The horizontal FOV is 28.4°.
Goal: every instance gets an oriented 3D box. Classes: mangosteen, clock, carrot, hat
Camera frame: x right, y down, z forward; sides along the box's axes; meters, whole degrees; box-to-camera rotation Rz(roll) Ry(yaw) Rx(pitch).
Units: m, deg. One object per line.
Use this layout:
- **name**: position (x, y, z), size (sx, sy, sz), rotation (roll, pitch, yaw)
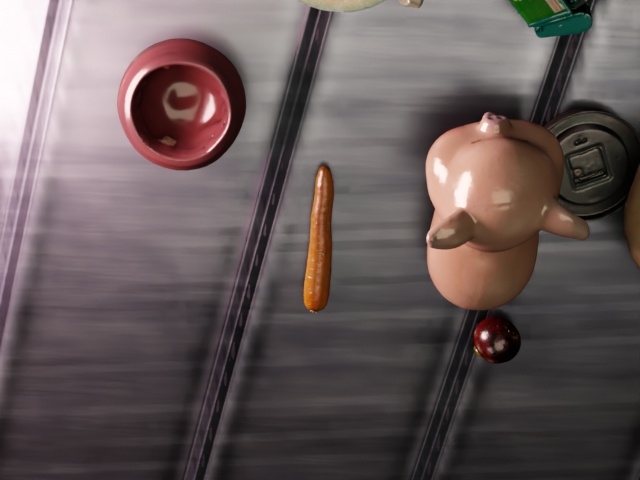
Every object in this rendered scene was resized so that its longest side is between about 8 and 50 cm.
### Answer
- **mangosteen**: position (0.288, 0.166, 2.073), size (0.081, 0.081, 0.081), rotation (0, 110, -1)
- **clock**: position (0.418, -0.121, 1.993), size (0.184, 0.040, 0.184), rotation (-1, 111, -2)
- **carrot**: position (0.000, 0.000, 2.025), size (0.043, 0.043, 0.248), rotation (3, 108, -3)
- **hat**: position (-0.209, -0.209, 1.920), size (0.205, 0.089, 0.205), rotation (1, 113, 2)

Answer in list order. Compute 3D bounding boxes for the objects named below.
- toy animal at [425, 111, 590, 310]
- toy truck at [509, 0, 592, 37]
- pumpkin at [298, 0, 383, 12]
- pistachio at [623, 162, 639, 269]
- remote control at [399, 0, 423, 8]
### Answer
- **toy animal**: position (0.252, -0.035, 1.900), size (0.237, 0.269, 0.326), rotation (-3, 113, -6)
- **toy truck**: position (0.313, -0.412, 1.852), size (0.124, 0.114, 0.253), rotation (-36, 107, 22)
- **pumpkin**: position (0.022, -0.490, 1.772), size (0.263, 0.197, 0.293), rotation (10, 117, 10)
- **pistachio**: position (0.582, -0.016, 1.935), size (0.230, 0.230, 0.309), rotation (-42, 136, 12)
- **remote control**: position (0.183, -0.469, 1.820), size (0.038, 0.123, 0.285), rotation (24, 109, -9)
